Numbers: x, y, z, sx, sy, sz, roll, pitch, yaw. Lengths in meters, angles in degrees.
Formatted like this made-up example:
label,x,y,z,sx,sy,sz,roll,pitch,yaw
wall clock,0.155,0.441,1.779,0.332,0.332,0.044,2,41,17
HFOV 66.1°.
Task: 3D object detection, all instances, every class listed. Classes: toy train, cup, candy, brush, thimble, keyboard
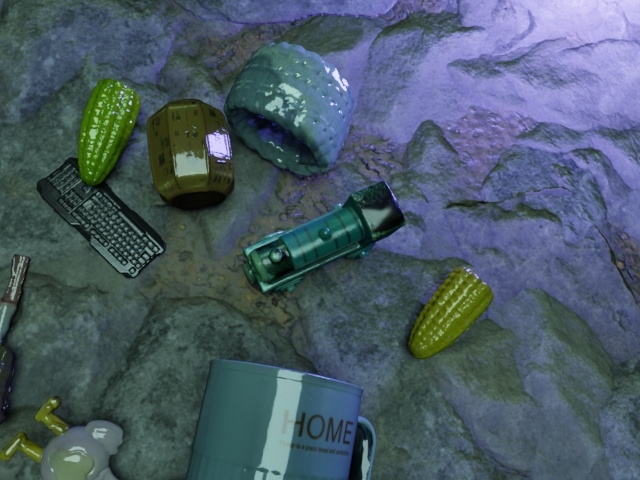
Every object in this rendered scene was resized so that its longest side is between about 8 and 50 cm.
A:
label,x,y,z,sx,sy,sz,roll,pitch,yaw
toy train,0.000,0.000,0.915,0.298,0.194,0.120,-24,83,-13
cup,-0.072,0.380,0.796,0.256,0.331,0.311,3,68,20
candy,0.246,0.152,0.974,0.199,0.094,0.106,-45,124,-9
brush,-0.560,0.167,0.857,0.084,0.071,0.301,12,66,-23
thimble,-0.051,-0.251,0.957,0.250,0.205,0.172,35,71,-26
candy,-0.415,-0.204,0.947,0.096,0.097,0.210,13,78,-6
keyboard,-0.422,-0.045,0.945,0.262,0.016,0.106,44,74,2

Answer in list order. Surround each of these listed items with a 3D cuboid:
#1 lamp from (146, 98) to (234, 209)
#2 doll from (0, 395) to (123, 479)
label,x,y,z,sx,sy,sz,roll,pitch,yaw
lamp,-0.244,-0.161,0.934,0.161,0.161,0.185,-7,76,-11
doll,-0.339,0.416,0.813,0.365,0.094,0.160,41,77,2
